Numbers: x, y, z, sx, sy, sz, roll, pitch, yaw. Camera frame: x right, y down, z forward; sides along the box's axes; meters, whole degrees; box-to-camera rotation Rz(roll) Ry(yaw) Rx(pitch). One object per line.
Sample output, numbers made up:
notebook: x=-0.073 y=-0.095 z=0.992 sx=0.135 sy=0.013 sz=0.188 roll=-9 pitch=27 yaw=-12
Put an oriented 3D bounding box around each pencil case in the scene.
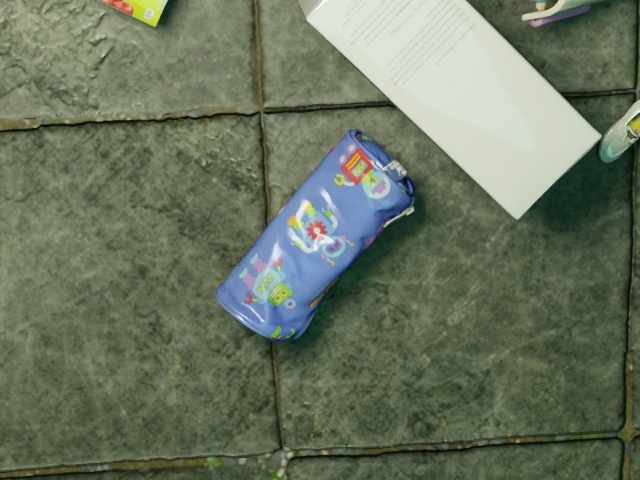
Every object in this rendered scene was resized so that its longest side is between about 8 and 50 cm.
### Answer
pencil case: x=0.000 y=0.000 z=1.777 sx=0.133 sy=0.119 sz=0.306 roll=42 pitch=102 yaw=8

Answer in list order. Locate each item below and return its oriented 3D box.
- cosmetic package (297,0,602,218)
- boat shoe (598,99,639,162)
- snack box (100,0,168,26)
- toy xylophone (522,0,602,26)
cosmetic package: x=0.153 y=-0.215 z=1.682 sx=0.365 sy=0.197 sz=0.155 roll=40 pitch=100 yaw=-16
boat shoe: x=0.409 y=-0.143 z=1.806 sx=0.035 sy=0.035 sz=0.100 roll=38 pitch=101 yaw=-14
snack box: x=-0.236 y=-0.394 z=1.662 sx=0.174 sy=0.070 sz=0.207 roll=24 pitch=103 yaw=-10
toy xylophone: x=0.287 y=-0.415 z=1.636 sx=0.236 sy=0.081 sz=0.322 roll=-10 pitch=112 yaw=-37
